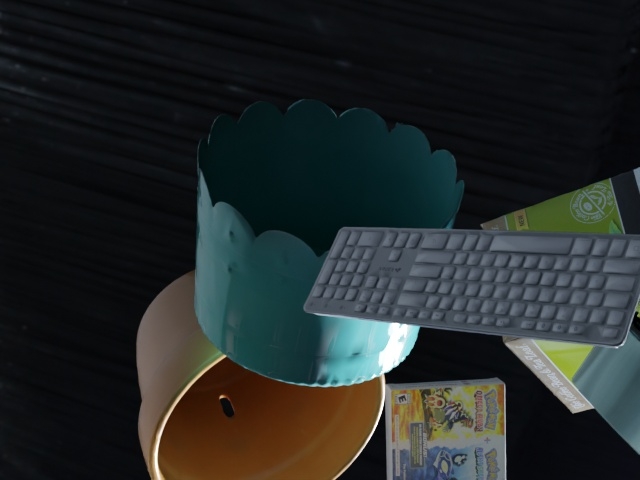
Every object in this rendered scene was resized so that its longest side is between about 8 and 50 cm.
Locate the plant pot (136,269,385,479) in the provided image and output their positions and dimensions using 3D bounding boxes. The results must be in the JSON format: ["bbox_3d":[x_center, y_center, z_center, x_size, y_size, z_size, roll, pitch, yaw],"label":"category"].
[{"bbox_3d":[-0.096,0.160,1.275,0.290,0.203,0.291,-16,129,-20],"label":"plant pot"}]

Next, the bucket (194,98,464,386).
[{"bbox_3d":[0.000,0.000,1.069,0.281,0.281,0.183,-52,157,-52],"label":"bucket"}]

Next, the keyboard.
[{"bbox_3d":[0.091,0.025,0.688,0.014,0.256,0.072,35,68,-40],"label":"keyboard"}]

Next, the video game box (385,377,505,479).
[{"bbox_3d":[0.198,0.325,1.680,0.048,0.187,0.205,-155,-117,-78],"label":"video game box"}]

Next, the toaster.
[{"bbox_3d":[0.391,0.173,1.178,0.185,0.168,0.110,22,108,-35],"label":"toaster"}]

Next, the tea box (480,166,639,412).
[{"bbox_3d":[0.465,0.081,1.641,0.329,0.323,0.220,43,33,-49],"label":"tea box"}]
